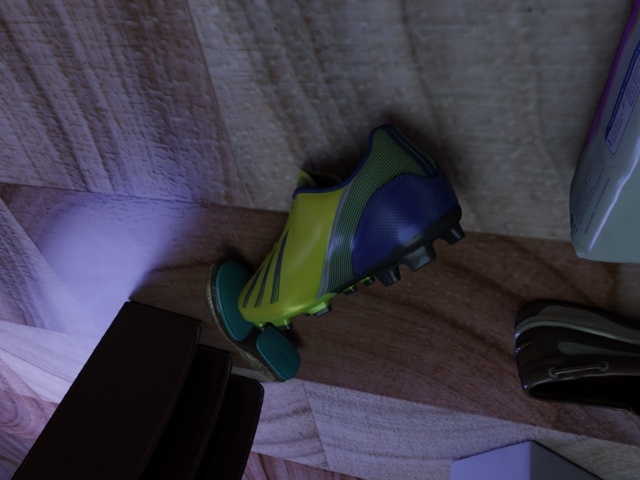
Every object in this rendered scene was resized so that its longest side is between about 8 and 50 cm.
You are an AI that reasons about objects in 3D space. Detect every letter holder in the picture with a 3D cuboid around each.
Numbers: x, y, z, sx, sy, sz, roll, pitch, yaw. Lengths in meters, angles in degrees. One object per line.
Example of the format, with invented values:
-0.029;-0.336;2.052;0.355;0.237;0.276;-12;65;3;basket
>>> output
-0.209;0.260;0.675;0.214;0.302;0.152;13;139;10;letter holder

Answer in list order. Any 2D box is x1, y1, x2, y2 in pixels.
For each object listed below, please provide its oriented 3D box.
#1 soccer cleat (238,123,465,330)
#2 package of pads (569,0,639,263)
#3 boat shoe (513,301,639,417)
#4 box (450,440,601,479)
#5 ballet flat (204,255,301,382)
0.001;-0.001;0.484;0.289;0.093;0.121;-33;86;49;soccer cleat
0.299;-0.073;0.245;0.296;0.101;0.229;8;140;14;package of pads
0.303;0.129;0.469;0.257;0.095;0.095;6;138;17;boat shoe
0.350;0.459;0.724;0.345;0.215;0.168;31;139;-11;box
-0.093;0.097;0.629;0.067;0.073;0.206;8;136;37;ballet flat
